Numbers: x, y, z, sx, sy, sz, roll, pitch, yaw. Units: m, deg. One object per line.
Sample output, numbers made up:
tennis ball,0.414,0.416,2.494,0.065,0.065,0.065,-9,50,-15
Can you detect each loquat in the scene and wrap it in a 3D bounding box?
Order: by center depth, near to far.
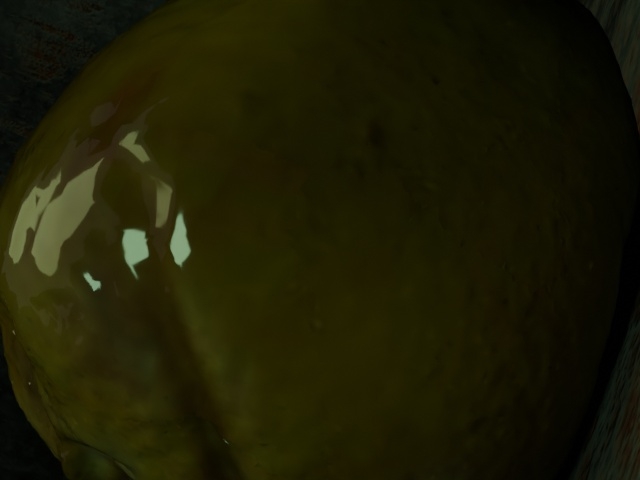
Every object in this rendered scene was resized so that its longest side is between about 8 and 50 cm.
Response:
loquat,0.000,0.000,0.592,0.276,0.276,0.284,97,-164,-67
